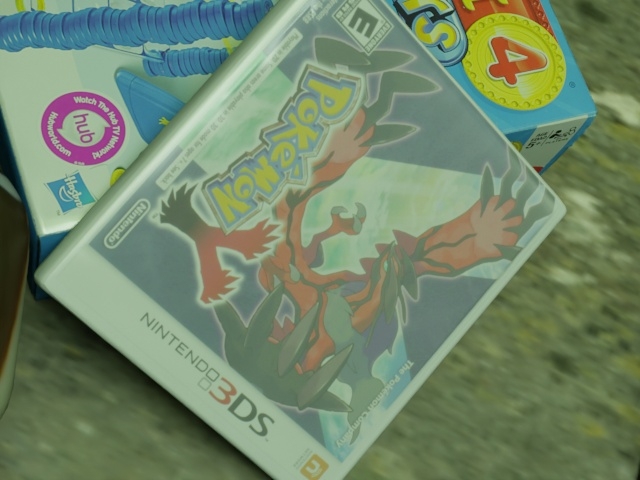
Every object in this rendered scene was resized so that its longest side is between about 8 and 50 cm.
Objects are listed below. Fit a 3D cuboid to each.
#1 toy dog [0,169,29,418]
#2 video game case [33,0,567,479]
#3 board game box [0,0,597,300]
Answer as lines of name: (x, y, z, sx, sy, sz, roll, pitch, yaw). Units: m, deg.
toy dog: (-0.309, 0.012, 0.412, 0.407, 0.284, 0.395, -3, 70, -19)
video game case: (0.000, 0.000, 0.564, 0.183, 0.023, 0.201, 44, 82, -24)
board game box: (-0.047, -0.154, 0.656, 0.302, 0.086, 0.308, -14, 73, -20)
